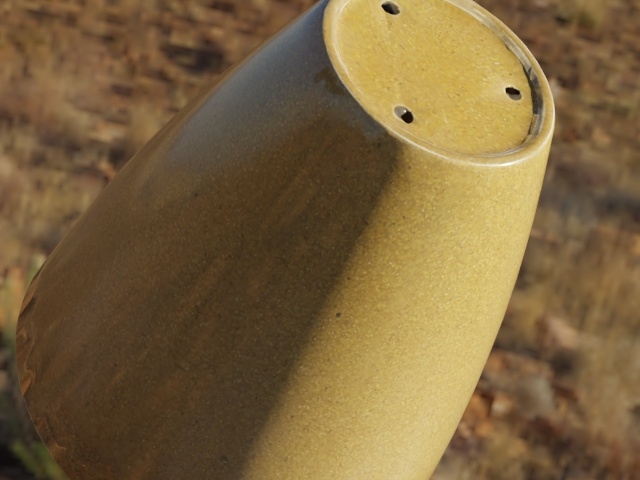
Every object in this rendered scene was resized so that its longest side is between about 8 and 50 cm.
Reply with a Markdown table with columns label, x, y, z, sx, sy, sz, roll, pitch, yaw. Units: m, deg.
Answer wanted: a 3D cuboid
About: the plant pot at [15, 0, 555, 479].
| label | x | y | z | sx | sy | sz | roll | pitch | yaw |
| --- | --- | --- | --- | --- | --- | --- | --- | --- | --- |
| plant pot | 0.000 | 0.000 | 0.904 | 0.237 | 0.254 | 0.237 | 16 | 45 | -17 |
